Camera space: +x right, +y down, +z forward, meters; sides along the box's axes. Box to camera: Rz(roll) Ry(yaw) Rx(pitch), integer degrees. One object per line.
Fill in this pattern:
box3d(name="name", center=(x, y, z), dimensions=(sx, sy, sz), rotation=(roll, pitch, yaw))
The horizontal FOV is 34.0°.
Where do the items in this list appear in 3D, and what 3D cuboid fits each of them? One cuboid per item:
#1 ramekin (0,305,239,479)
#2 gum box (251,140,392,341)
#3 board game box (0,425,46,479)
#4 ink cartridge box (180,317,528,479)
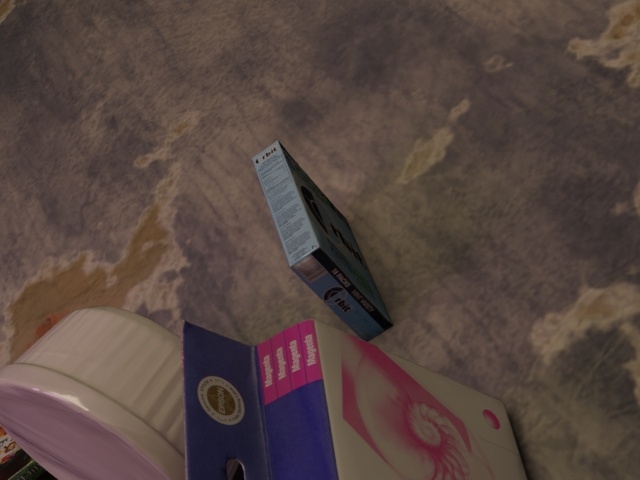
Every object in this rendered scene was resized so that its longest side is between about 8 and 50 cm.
box3d(name="ramekin", center=(-0.196, 0.183, 1.074), dimensions=(0.273, 0.273, 0.127), rotation=(4, 47, 39))
box3d(name="gum box", center=(0.000, 0.000, 1.143), dimensions=(0.041, 0.157, 0.184), rotation=(-33, 43, 11))
box3d(name="board game box", center=(-0.340, 0.221, 1.284), dimensions=(0.259, 0.030, 0.136), rotation=(-37, 37, -8))
box3d(name="ink cartridge box", center=(0.052, 0.220, 0.796), dimensions=(0.071, 0.330, 0.324), rotation=(-42, 39, 30))
